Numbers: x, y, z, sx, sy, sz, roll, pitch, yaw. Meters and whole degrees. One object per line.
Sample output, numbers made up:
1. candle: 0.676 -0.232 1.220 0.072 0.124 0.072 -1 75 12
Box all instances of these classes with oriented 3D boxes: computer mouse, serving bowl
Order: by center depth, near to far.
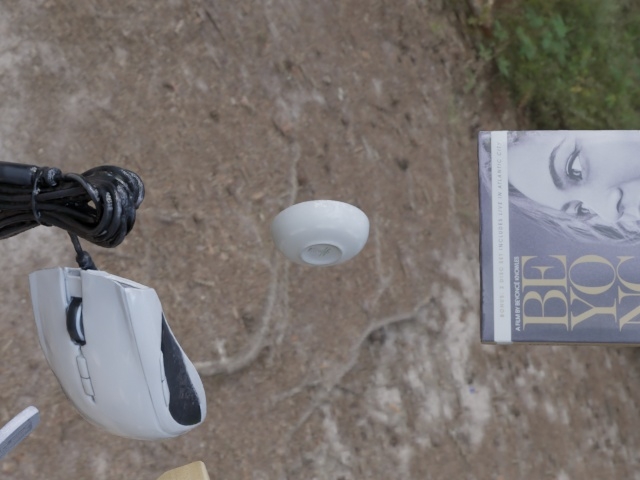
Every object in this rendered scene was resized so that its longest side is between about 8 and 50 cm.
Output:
1. computer mouse: -0.104 0.043 0.429 0.193 0.106 0.042 74 29 -41
2. serving bowl: 0.000 0.000 0.763 0.083 0.083 0.027 29 47 -40

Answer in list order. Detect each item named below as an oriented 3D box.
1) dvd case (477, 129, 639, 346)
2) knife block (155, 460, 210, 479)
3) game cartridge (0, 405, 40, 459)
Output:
1. dvd case: 0.230 -0.003 0.684 0.018 0.221 0.164 63 28 -76
2. knife block: -0.047 0.241 0.436 0.276 0.242 0.088 -44 129 -49
3. game cartridge: -0.388 0.244 1.147 0.017 0.056 0.083 41 58 8
